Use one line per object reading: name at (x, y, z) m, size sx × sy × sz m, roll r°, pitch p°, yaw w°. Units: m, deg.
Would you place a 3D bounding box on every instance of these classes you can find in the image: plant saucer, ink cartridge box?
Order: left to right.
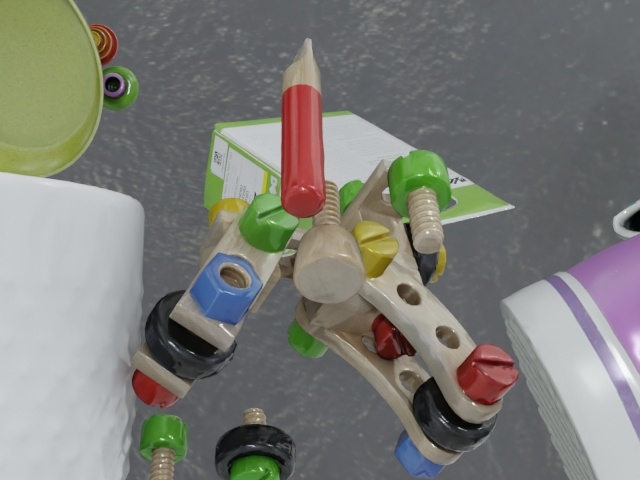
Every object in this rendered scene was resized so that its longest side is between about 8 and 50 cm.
plant saucer at (-0.310, -0.176, 0.989) m, size 0.241 × 0.241 × 0.037 m, roll 68°, pitch 28°, yaw -21°
ink cartridge box at (0.031, -0.036, 1.019) m, size 0.188 × 0.255 × 0.097 m, roll -12°, pitch 124°, yaw -38°

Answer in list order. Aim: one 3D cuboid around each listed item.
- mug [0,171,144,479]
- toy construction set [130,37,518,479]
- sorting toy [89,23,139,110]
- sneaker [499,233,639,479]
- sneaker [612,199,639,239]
mug at (-0.304, 0.128, 0.645) m, size 0.374 × 0.276 × 0.328 m, roll 5°, pitch 83°, yaw -28°
toy construction set at (0.000, 0.000, 0.704) m, size 0.257 × 0.237 × 0.309 m, roll 0°, pitch 135°, yaw -3°
sorting toy at (-0.246, -0.193, 1.135) m, size 0.061 × 0.042 × 0.102 m, roll -26°, pitch 87°, yaw -1°
sneaker at (0.192, 0.117, 0.370) m, size 0.161 × 0.102 × 0.282 m, roll -24°, pitch 102°, yaw -1°
sneaker at (0.360, -0.026, 0.985) m, size 0.075 × 0.161 × 0.057 m, roll 2°, pitch 77°, yaw -48°
